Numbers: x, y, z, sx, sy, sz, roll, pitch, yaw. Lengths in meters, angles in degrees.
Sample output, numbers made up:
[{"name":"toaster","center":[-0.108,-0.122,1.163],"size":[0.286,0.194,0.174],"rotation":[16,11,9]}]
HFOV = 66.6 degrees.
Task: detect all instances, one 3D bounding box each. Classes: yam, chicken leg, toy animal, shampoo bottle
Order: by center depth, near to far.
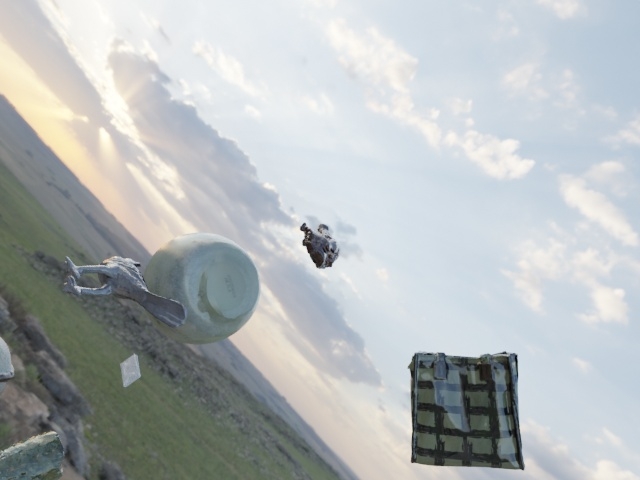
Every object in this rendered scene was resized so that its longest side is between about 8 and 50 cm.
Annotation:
[{"name":"chicken leg","center":[0.003,0.006,0.907],"size":[0.093,0.053,0.205],"rotation":[56,5,6]},{"name":"yam","center":[-0.645,0.480,1.003],"size":[0.107,0.107,0.194],"rotation":[38,27,30]},{"name":"toy animal","center":[-0.443,0.088,1.054],"size":[0.205,0.081,0.367],"rotation":[12,8,-37]},{"name":"shampoo bottle","center":[-0.338,0.136,1.397],"size":[0.322,0.322,0.317],"rotation":[51,-27,-18]}]

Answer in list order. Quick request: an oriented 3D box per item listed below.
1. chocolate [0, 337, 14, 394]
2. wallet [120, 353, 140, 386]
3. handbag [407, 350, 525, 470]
[{"name":"chocolate","center":[-0.898,0.330,1.208],"size":[0.283,0.283,0.186],"rotation":[37,-9,31]},{"name":"wallet","center":[-0.436,0.295,1.114],"size":[0.083,0.044,0.011],"rotation":[44,-15,55]},{"name":"handbag","center":[0.426,0.498,1.459],"size":[0.325,0.327,0.162],"rotation":[-1,-6,11]}]
